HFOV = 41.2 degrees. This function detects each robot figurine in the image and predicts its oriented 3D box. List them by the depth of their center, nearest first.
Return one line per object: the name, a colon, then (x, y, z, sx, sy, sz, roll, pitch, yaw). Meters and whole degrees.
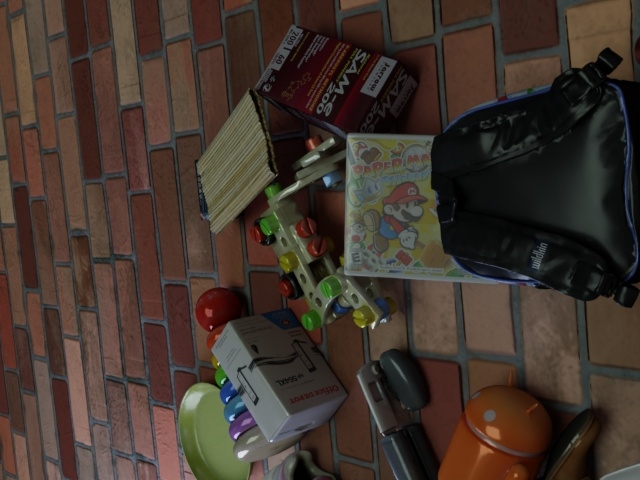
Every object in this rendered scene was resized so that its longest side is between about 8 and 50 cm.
robot figurine: (0.240, 0.293, 1.175, 0.128, 0.158, 0.220, 27, 110, 25)

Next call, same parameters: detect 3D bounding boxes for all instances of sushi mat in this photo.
sushi mat: (-0.151, -0.128, 1.472, 0.316, 0.019, 0.152, -38, 64, 60)

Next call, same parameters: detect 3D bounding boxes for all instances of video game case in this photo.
video game case: (0.147, -0.046, 1.204, 0.226, 0.026, 0.207, 3, 101, 12)

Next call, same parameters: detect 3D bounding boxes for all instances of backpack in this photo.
backpack: (0.272, -0.066, 1.025, 0.263, 0.213, 0.277, -1, 90, 38)

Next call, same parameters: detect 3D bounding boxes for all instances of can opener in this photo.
can opener: (0.145, 0.309, 1.320, 0.095, 0.076, 0.284, -37, 71, 44)

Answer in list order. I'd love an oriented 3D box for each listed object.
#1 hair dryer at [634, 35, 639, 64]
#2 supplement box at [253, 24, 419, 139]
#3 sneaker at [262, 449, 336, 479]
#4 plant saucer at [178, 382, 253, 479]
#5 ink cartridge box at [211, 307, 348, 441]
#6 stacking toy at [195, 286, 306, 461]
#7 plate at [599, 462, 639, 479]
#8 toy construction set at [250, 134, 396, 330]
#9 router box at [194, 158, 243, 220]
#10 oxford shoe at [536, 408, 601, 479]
hair dryer: (0.469, -0.264, 0.900, 0.293, 0.080, 0.224, -36, 55, 38)
supplement box: (0.020, -0.239, 1.321, 0.239, 0.073, 0.130, 29, 87, 39)
sneaker: (-0.007, 0.473, 1.488, 0.252, 0.102, 0.111, 46, 129, 30)
plant saucer: (-0.206, 0.404, 1.733, 0.240, 0.037, 0.241, 11, 105, 46)
ink cartridge box: (-0.071, 0.229, 1.478, 0.203, 0.148, 0.086, 52, 128, 26)
stacking toy: (-0.144, 0.234, 1.588, 0.141, 0.141, 0.330, -47, 57, 40)
plate: (0.495, 0.348, 0.946, 0.278, 0.045, 0.277, -32, 74, 30)
toy construction set: (0.000, 0.000, 1.361, 0.215, 0.151, 0.328, -34, 68, 58)
router box: (-0.195, -0.100, 1.630, 0.092, 0.038, 0.123, -3, 95, 46)
oxford shoe: (0.336, 0.315, 1.137, 0.076, 0.076, 0.212, 24, 120, 15)
